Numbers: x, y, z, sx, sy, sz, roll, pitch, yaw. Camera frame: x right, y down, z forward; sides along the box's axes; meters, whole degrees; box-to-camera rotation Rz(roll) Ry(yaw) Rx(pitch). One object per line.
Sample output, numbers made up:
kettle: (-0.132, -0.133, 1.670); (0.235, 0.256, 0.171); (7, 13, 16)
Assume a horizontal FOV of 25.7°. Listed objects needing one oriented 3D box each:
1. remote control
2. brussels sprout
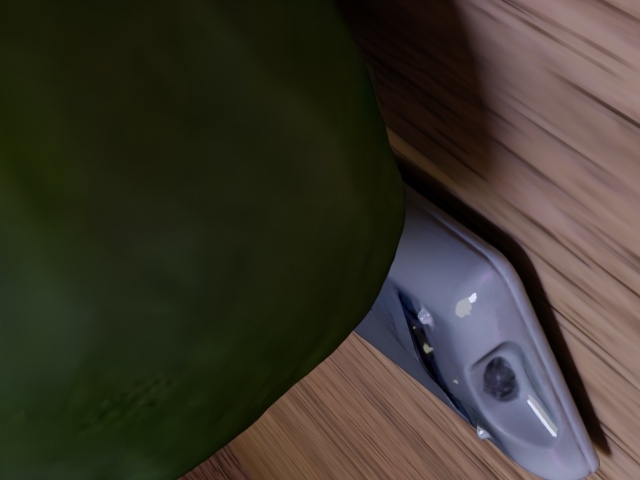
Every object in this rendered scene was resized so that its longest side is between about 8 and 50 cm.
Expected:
remote control: (0.000, 0.000, 0.609); (0.313, 0.055, 0.109); (40, 161, 56)
brussels sprout: (-0.156, -0.078, 0.431); (0.276, 0.315, 0.371); (97, 150, -66)
